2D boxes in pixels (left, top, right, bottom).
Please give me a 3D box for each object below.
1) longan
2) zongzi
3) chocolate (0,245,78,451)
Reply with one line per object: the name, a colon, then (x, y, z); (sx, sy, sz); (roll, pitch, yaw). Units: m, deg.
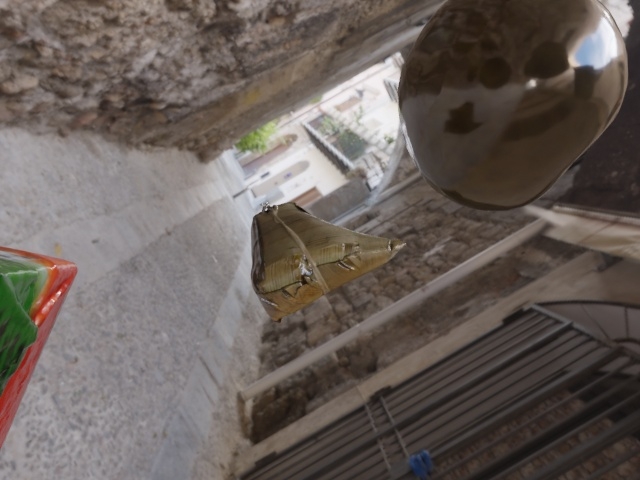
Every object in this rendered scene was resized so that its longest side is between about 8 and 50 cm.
longan: (0.324, -0.250, 0.958); (0.405, 0.404, 0.336); (60, 11, -23)
zongzi: (0.000, 0.000, 0.733); (0.195, 0.197, 0.099); (-107, 172, -54)
chocolate: (-0.384, 0.167, 0.495); (0.161, 0.360, 0.341); (22, -6, -14)
